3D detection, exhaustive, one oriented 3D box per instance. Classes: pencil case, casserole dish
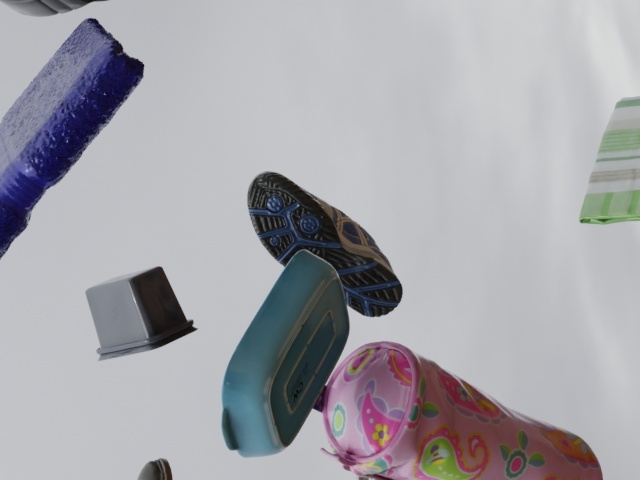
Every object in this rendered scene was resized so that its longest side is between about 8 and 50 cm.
[{"bbox_3d":[0.125,0.185,1.436,0.284,0.124,0.124,28,-130,-38],"label":"pencil case"},{"bbox_3d":[-0.023,0.093,1.307,0.188,0.037,0.114,-58,-32,-37],"label":"casserole dish"}]

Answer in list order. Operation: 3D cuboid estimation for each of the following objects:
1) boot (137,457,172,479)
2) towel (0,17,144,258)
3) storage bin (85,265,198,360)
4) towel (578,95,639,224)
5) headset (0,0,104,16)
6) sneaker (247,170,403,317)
[{"bbox_3d":[-0.221,0.315,1.734,0.219,0.106,0.082,-85,14,-44],"label":"boot"},{"bbox_3d":[-0.300,-0.086,1.718,0.076,0.308,0.227,37,-177,-23],"label":"towel"},{"bbox_3d":[-0.222,0.085,1.990,0.098,0.135,0.091,-24,-83,-40],"label":"storage bin"},{"bbox_3d":[0.320,-0.079,1.582,0.023,0.113,0.152,45,-125,-38],"label":"towel"},{"bbox_3d":[-0.279,-0.426,1.966,0.185,0.394,0.243,32,-134,-57],"label":"headset"},{"bbox_3d":[0.000,0.000,1.773,0.211,0.080,0.081,43,-164,-19],"label":"sneaker"}]
